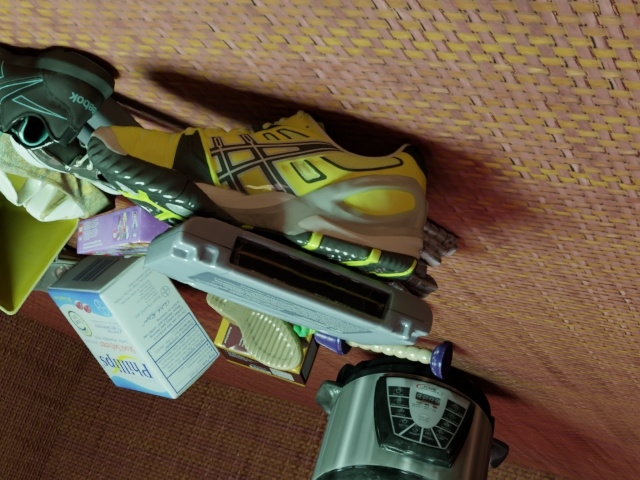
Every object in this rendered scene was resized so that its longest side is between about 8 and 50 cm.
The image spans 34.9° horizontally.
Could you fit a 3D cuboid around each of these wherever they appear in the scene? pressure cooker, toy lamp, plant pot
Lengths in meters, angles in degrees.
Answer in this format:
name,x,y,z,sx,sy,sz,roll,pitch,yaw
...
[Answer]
name,x,y,z,sx,sy,sz,roll,pitch,yaw
pressure cooker,0.179,0.450,2.197,0.376,0.420,0.370,-16,126,31
toy lamp,0.119,0.204,1.999,0.275,0.080,0.080,10,163,23
plant pot,-0.599,-0.028,1.793,0.187,0.212,0.212,17,158,40

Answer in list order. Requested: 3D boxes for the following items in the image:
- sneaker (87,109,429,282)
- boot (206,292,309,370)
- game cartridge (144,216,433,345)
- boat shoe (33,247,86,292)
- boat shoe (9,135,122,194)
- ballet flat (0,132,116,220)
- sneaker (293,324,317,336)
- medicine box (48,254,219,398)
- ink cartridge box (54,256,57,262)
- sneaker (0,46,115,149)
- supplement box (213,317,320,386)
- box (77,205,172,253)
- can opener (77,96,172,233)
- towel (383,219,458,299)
name,x,y,z,sx,sy,sz,roll,pitch,yaw
sneaker,-0.066,-0.069,1.119,0.385,0.147,0.145,16,167,6
boot,-0.073,0.165,1.838,0.248,0.090,0.207,35,-175,36
game cartridge,-0.043,0.051,1.143,0.294,0.060,0.196,22,163,-18
boat shoe,-0.605,0.054,2.314,0.324,0.123,0.116,15,-145,-37
boat shoe,-0.322,-0.121,1.407,0.070,0.077,0.219,7,169,41
ballet flat,-0.414,-0.091,1.530,0.123,0.123,0.348,16,165,13
sneaker,0.011,0.112,1.711,0.296,0.123,0.109,19,165,0
medicine box,-0.403,0.177,2.190,0.263,0.149,0.289,-1,125,52
ink cartridge box,-0.601,-0.040,2.057,0.176,0.069,0.371,22,162,-11
sneaker,-0.364,-0.170,1.217,0.267,0.106,0.101,8,163,40
supplement box,-0.107,0.211,2.194,0.191,0.129,0.194,18,165,8
box,-0.240,-0.009,1.592,0.201,0.057,0.293,4,174,-30
can opener,-0.203,-0.055,1.242,0.283,0.095,0.076,43,139,-2
towel,0.000,0.000,1.335,0.284,0.121,0.235,29,163,-34
